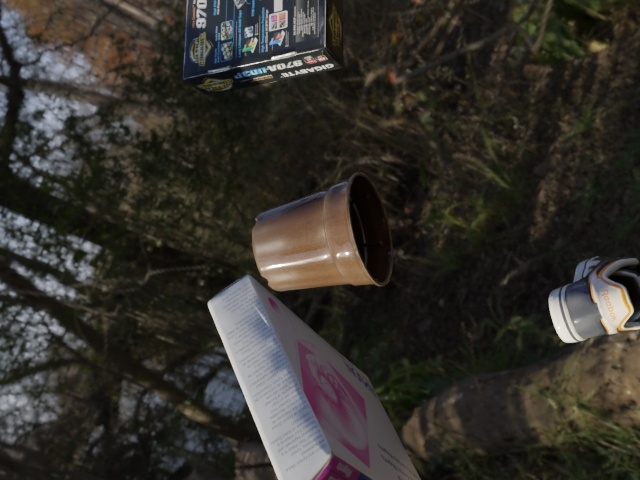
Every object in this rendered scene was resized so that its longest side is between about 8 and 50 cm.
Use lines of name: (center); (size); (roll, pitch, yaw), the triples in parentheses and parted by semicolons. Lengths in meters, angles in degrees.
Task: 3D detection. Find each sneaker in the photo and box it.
sneaker: (0.485, 0.089, 1.253); (0.128, 0.126, 0.321); (-22, -1, 33)

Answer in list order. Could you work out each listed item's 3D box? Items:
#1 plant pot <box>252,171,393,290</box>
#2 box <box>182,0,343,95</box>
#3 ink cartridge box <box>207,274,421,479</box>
plant pot: (0.000, 0.000, 1.110); (0.165, 0.167, 0.167); (-13, 40, 22)
box: (-0.063, -0.284, 0.842); (0.051, 0.175, 0.220); (26, -120, -62)
ink cartridge box: (0.031, 0.233, 0.837); (0.071, 0.324, 0.330); (-36, 49, 5)
